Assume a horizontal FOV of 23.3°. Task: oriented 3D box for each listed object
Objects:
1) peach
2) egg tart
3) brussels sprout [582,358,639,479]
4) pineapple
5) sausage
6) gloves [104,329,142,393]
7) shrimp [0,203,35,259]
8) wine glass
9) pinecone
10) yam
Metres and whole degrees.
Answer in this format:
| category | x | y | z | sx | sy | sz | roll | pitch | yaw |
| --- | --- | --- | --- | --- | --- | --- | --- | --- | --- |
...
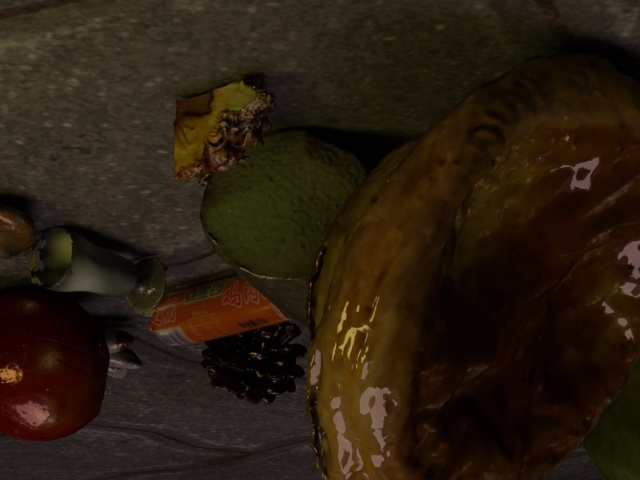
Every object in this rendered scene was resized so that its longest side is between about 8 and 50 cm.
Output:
| category | x | y | z | sx | sy | sz | roll | pitch | yaw |
| --- | --- | --- | --- | --- | --- | --- | --- | --- | --- |
| peach | -0.357 | 0.145 | 1.867 | 0.197 | 0.197 | 0.197 | -1 | 162 | 0 |
| egg tart | 0.132 | 0.041 | 1.332 | 0.178 | 0.443 | 0.443 | 30 | -175 | 39 |
| brussels sprout | 0.501 | 0.243 | 2.042 | 0.328 | 0.328 | 0.247 | 9 | 135 | -30 |
| pineapple | -0.077 | -0.107 | 1.309 | 0.114 | 0.077 | 0.114 | -32 | 175 | -44 |
| sausage | -0.124 | 0.082 | 1.861 | 0.234 | 0.071 | 0.071 | -16 | 157 | 36 |
| gloves | -0.349 | 0.163 | 2.034 | 0.219 | 0.131 | 0.140 | -34 | 177 | 10 |
| shrimp | -0.342 | -0.008 | 1.603 | 0.095 | 0.045 | 0.162 | 2 | 164 | -10 |
| wine glass | -0.241 | 0.036 | 1.704 | 0.072 | 0.072 | 0.155 | -14 | 159 | 35 |
| pinecone | -0.079 | 0.135 | 1.943 | 0.140 | 0.140 | 0.121 | 7 | 117 | -25 |
| yam | 0.000 | 0.000 | 1.472 | 0.161 | 0.161 | 0.268 | -6 | 161 | 14 |
